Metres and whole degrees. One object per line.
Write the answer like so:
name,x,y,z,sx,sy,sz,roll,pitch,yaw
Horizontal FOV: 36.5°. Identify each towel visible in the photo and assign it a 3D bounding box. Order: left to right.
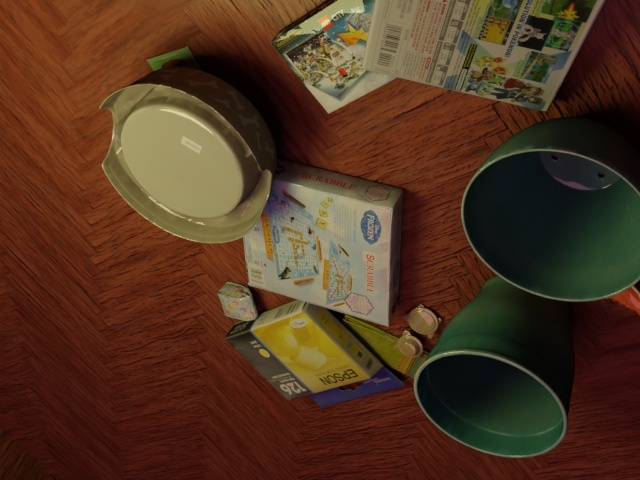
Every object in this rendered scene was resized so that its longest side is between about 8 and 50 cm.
towel,0.148,0.239,2.078,0.237,0.021,0.102,25,137,8

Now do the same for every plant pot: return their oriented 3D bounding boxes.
plant pot,0.339,0.205,1.754,0.271,0.255,0.272,17,137,16
plant pot,0.384,-0.078,1.496,0.290,0.195,0.290,16,137,16

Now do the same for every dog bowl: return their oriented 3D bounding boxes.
dog bowl,-0.236,-0.159,1.761,0.348,0.102,0.349,16,136,16

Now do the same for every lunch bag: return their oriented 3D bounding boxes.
lunch bag,-0.177,0.136,2.147,0.083,0.053,0.071,12,134,34

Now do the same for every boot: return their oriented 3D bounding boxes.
boot,0.536,0.093,1.683,0.084,0.059,0.158,-25,106,47

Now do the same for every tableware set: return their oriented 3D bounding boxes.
tableware set,0.233,0.211,1.985,0.168,0.020,0.141,31,126,5

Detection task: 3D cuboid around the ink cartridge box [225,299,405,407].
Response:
ink cartridge box,-0.019,0.271,2.164,0.307,0.072,0.303,47,140,-15

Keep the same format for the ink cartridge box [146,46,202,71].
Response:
ink cartridge box,-0.244,-0.246,1.807,0.109,0.062,0.209,-8,125,36

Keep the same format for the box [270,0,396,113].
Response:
box,0.052,-0.318,1.575,0.233,0.044,0.159,-21,117,42

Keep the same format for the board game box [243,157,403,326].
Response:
board game box,0.000,0.000,1.898,0.318,0.066,0.319,16,136,17

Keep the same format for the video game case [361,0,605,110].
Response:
video game case,0.225,-0.317,1.371,0.299,0.036,0.329,13,153,1
